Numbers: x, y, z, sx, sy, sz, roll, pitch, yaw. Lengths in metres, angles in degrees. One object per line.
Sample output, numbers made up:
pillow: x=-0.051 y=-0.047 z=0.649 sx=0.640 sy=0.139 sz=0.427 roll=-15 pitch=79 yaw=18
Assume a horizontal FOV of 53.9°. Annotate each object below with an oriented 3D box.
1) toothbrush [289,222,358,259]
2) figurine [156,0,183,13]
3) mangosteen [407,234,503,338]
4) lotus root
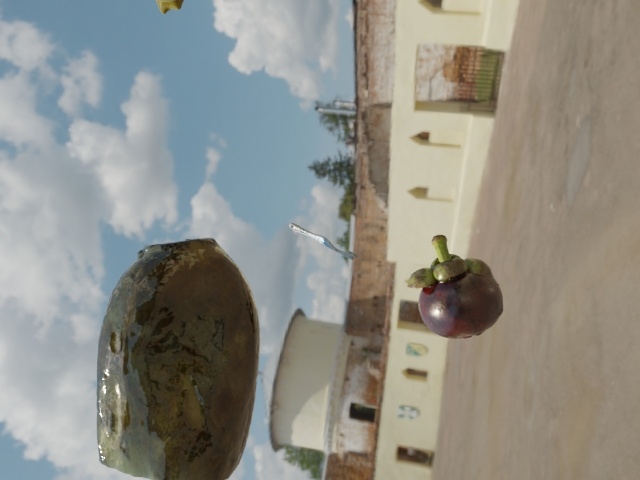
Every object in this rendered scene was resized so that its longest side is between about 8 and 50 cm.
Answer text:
toothbrush: x=0.000 y=0.000 z=1.063 sx=0.017 sy=0.162 sz=0.014 roll=-17 pitch=-58 yaw=-42
figurine: x=-0.255 y=-0.462 z=0.958 sx=0.228 sy=0.215 sz=0.215 roll=-91 pitch=4 yaw=-68
mangosteen: x=0.244 y=0.086 z=1.118 sx=0.146 sy=0.156 sz=0.181 roll=-153 pitch=52 yaw=-64
lotus root: x=-0.211 y=0.167 z=0.948 sx=0.250 sy=0.250 sz=0.346 roll=-12 pitch=-76 yaw=-79
